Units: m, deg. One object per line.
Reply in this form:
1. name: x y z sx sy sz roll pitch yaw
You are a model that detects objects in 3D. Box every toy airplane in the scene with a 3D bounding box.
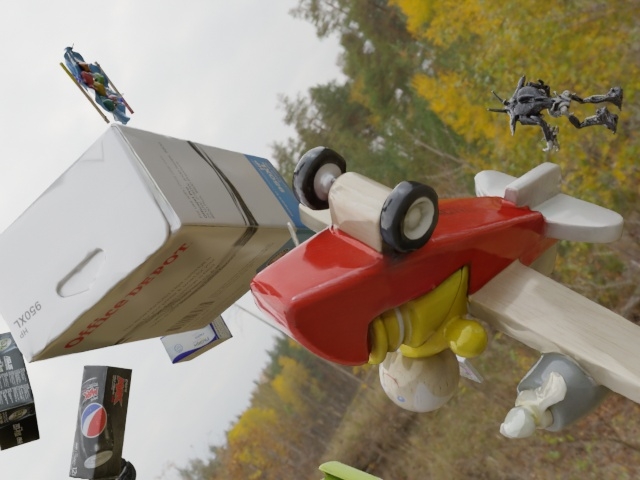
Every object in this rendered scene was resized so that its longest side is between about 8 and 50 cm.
1. toy airplane: 0.137 0.049 0.740 0.386 0.384 0.273 -75 -6 -73

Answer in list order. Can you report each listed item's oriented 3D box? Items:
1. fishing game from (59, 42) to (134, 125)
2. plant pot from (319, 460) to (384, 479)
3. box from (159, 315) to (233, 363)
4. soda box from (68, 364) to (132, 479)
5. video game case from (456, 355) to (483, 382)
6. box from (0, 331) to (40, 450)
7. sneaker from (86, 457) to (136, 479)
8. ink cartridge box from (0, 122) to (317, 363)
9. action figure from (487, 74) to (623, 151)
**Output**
1. fishing game: -0.439 -0.315 1.394 0.041 0.189 0.264 -35 10 5
2. plant pot: 0.083 0.659 1.624 0.228 0.227 0.207 51 -122 -38
3. box: -0.296 0.234 1.677 0.126 0.072 0.137 -30 -9 4
4. soda box: -0.339 0.279 1.077 0.060 0.053 0.169 27 -118 -58
5. video game case: 0.251 0.237 1.361 0.087 0.122 0.011 47 -111 -37
6. box: -0.625 0.299 1.396 0.077 0.180 0.147 -13 -40 -27
7. sneaker: -0.517 0.568 1.470 0.271 0.100 0.108 -23 -23 -36
8. ink cartridge box: -0.221 0.007 0.995 0.285 0.166 0.395 -39 -14 18
9. action figure: 0.525 -0.284 1.568 0.141 0.275 0.164 54 -131 -53
